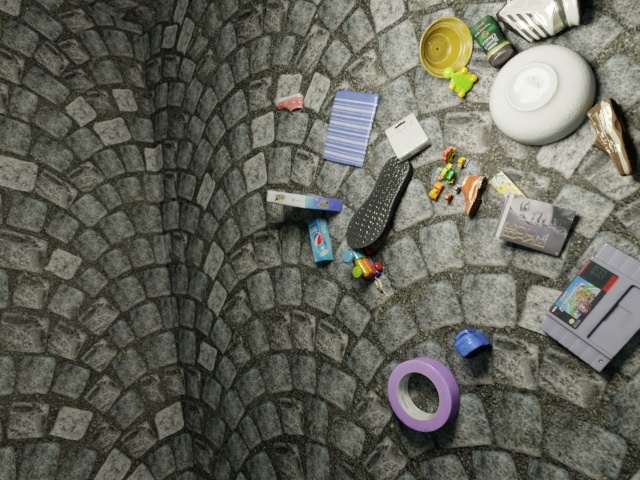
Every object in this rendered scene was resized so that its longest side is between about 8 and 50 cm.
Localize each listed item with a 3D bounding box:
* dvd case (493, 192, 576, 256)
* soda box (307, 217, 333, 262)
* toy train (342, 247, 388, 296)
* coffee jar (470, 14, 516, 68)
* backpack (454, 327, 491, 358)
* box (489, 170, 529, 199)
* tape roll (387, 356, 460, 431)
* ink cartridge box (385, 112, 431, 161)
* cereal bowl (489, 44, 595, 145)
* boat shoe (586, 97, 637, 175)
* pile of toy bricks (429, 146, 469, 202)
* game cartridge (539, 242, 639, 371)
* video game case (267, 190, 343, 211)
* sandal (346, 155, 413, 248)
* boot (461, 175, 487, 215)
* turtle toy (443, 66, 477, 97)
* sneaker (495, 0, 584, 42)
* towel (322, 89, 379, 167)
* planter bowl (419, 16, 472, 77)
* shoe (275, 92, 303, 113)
[{"bbox_3d":[0.733,-0.056,1.529,0.221,0.018,0.164,20,110,23],"label":"dvd case"},{"bbox_3d":[0.000,0.000,2.147,0.067,0.071,0.209,-19,76,38],"label":"soda box"},{"bbox_3d":[0.198,0.141,1.932,0.105,0.143,0.248,-45,62,30],"label":"toy train"},{"bbox_3d":[0.639,-0.733,1.641,0.096,0.079,0.184,-36,67,33],"label":"coffee jar"},{"bbox_3d":[0.552,0.384,1.646,0.101,0.120,0.098,51,119,29],"label":"backpack"},{"bbox_3d":[0.690,-0.170,1.595,0.059,0.054,0.168,-47,60,28],"label":"box"},{"bbox_3d":[0.410,0.613,1.776,0.275,0.090,0.274,-1,88,40],"label":"tape roll"},{"bbox_3d":[0.366,-0.434,1.872,0.146,0.045,0.179,-31,50,20],"label":"ink cartridge box"},{"bbox_3d":[0.738,-0.505,1.513,0.339,0.141,0.338,-1,88,39],"label":"cereal bowl"},{"bbox_3d":[0.915,-0.315,1.403,0.095,0.095,0.257,-25,66,51],"label":"boat shoe"},{"bbox_3d":[0.493,-0.252,1.728,0.118,0.105,0.212,35,110,35],"label":"pile of toy bricks"},{"bbox_3d":[0.897,0.210,1.410,0.230,0.068,0.354,39,113,29],"label":"game cartridge"},{"bbox_3d":[-0.071,-0.184,2.084,0.244,0.270,0.061,11,96,40],"label":"video game case"},{"bbox_3d":[0.272,-0.146,1.924,0.168,0.107,0.445,36,98,36],"label":"sandal"},{"bbox_3d":[0.572,-0.173,1.695,0.085,0.059,0.157,19,92,42],"label":"boot"},{"bbox_3d":[0.533,-0.622,1.714,0.095,0.130,0.066,-53,16,21],"label":"turtle toy"},{"bbox_3d":[0.715,-0.904,1.526,0.258,0.169,0.446,-14,82,37],"label":"sneaker"},{"bbox_3d":[0.141,-0.528,2.080,0.243,0.040,0.335,21,104,36],"label":"towel"},{"bbox_3d":[0.476,-0.754,1.741,0.090,0.217,0.217,-117,46,-67],"label":"planter bowl"},{"bbox_3d":[-0.163,-0.702,2.312,0.178,0.064,0.081,-8,78,35],"label":"shoe"}]
